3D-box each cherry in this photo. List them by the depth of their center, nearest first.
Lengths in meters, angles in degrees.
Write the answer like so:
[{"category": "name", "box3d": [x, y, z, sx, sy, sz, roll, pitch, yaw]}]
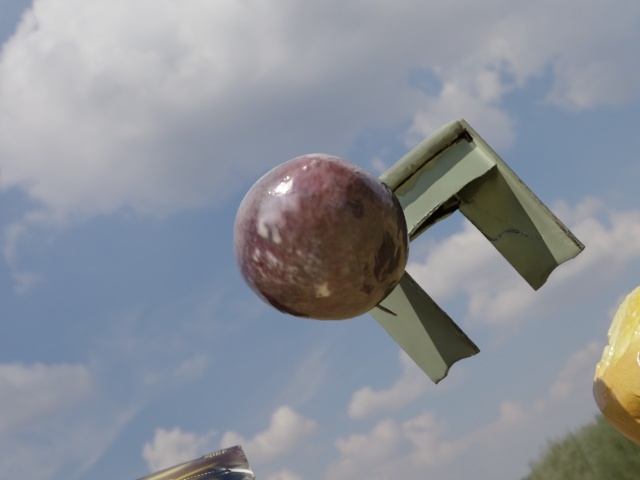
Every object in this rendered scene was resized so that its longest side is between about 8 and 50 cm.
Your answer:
[{"category": "cherry", "box3d": [0.000, 0.000, 1.265, 0.213, 0.183, 0.266, -7, -43, 4]}]

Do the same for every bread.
[{"category": "bread", "box3d": [0.447, 0.175, 1.372, 0.162, 0.204, 0.262, 3, -36, 40]}]

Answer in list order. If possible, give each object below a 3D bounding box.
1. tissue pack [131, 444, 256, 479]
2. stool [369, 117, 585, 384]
[{"category": "tissue pack", "box3d": [-0.267, 0.519, 1.773, 0.370, 0.198, 0.210, -18, 21, -12]}, {"category": "stool", "box3d": [0.180, 0.013, 1.489, 0.243, 0.270, 0.170, -40, -8, -25]}]
